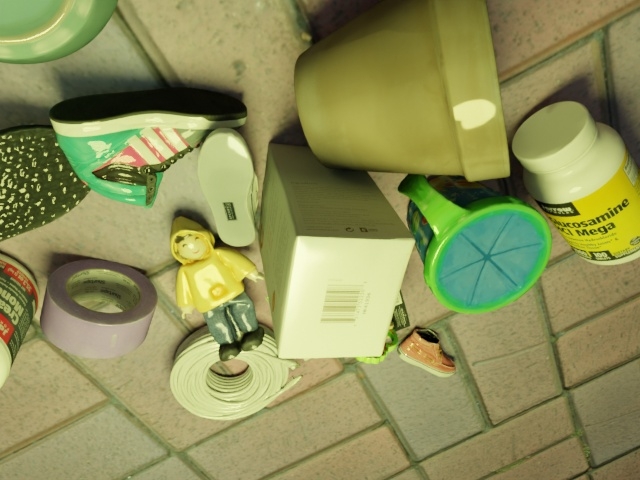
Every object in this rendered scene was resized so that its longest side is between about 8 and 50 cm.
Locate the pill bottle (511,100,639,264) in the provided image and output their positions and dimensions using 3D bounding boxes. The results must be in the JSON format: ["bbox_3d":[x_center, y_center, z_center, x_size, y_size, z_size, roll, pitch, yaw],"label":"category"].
[{"bbox_3d":[0.526,-0.110,0.992,0.188,0.188,0.334,-43,120,14],"label":"pill bottle"}]

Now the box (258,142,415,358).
[{"bbox_3d":[0.000,0.000,0.841,0.168,0.345,0.215,2,121,-14],"label":"box"}]

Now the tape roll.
[{"bbox_3d":[-0.402,0.121,0.914,0.189,0.189,0.080,15,115,-21],"label":"tape roll"}]

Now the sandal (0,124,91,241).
[{"bbox_3d":[-0.564,-0.056,0.775,0.445,0.107,0.168,-36,141,-20],"label":"sandal"}]

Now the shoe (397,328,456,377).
[{"bbox_3d":[0.283,0.279,1.243,0.178,0.063,0.081,24,118,-20],"label":"shoe"}]

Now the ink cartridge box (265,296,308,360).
[{"bbox_3d":[-0.032,0.159,1.098,0.109,0.062,0.209,-25,122,3],"label":"ink cartridge box"}]

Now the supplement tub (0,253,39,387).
[{"bbox_3d":[-0.607,0.157,0.838,0.191,0.272,0.191,-6,122,-10],"label":"supplement tub"}]

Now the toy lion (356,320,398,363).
[{"bbox_3d":[0.100,0.191,0.935,0.100,0.096,0.034,0,122,-14],"label":"toy lion"}]

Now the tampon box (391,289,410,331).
[{"bbox_3d":[0.103,0.104,1.038,0.101,0.161,0.120,-20,124,-1],"label":"tampon box"}]

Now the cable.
[{"bbox_3d":[-0.202,0.291,1.124,0.257,0.089,0.257,-41,120,13],"label":"cable"}]

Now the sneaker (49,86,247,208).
[{"bbox_3d":[-0.267,-0.144,0.829,0.295,0.124,0.178,-10,134,-21],"label":"sneaker"}]

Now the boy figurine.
[{"bbox_3d":[-0.198,0.082,0.962,0.177,0.092,0.285,-20,107,-1],"label":"boy figurine"}]

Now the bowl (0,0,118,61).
[{"bbox_3d":[-0.399,-0.350,0.610,0.311,0.163,0.312,-15,130,-18],"label":"bowl"}]

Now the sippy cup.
[{"bbox_3d":[0.279,-0.017,0.969,0.240,0.224,0.306,-15,123,-5],"label":"sippy cup"}]

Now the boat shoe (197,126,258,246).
[{"bbox_3d":[-0.156,-0.100,0.869,0.095,0.084,0.258,4,140,-4],"label":"boat shoe"}]

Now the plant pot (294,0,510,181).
[{"bbox_3d":[0.124,-0.230,0.772,0.280,0.323,0.323,-10,125,21],"label":"plant pot"}]
